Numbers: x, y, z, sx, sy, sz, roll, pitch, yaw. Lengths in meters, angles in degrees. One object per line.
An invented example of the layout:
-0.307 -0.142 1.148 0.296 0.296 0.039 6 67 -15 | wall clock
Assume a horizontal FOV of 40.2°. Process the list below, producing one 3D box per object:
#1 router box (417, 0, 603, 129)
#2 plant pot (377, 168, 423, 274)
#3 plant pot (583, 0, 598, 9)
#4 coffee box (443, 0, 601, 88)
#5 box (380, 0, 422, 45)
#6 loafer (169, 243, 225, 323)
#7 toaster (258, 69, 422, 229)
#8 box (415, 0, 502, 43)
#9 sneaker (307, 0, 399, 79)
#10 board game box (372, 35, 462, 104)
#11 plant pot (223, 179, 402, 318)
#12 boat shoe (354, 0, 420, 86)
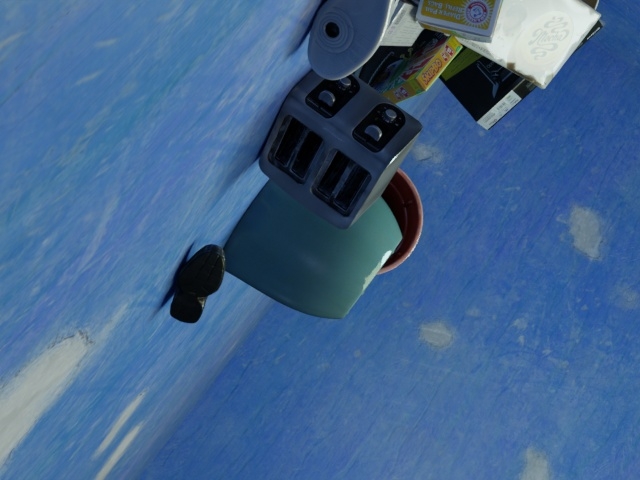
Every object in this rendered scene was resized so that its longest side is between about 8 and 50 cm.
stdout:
0.374 -0.420 1.790 0.309 0.243 0.081 -42 156 18 | router box
0.074 -0.042 2.060 0.272 0.272 0.265 -53 -176 -12 | plant pot
0.453 -0.574 1.949 0.284 0.284 0.191 -55 -161 22 | plant pot
0.326 -0.405 1.526 0.297 0.119 0.168 16 119 -41 | coffee box
0.097 -0.311 1.206 0.067 0.063 0.324 -54 176 19 | box
-0.178 0.052 1.272 0.170 0.062 0.061 -53 -160 45 | loafer
0.020 -0.126 1.191 0.110 0.168 0.185 -46 171 -42 | toaster
0.202 -0.372 1.151 0.114 0.103 0.203 -35 140 -78 | box
0.069 -0.283 0.982 0.121 0.079 0.217 -46 171 -52 | sneaker
0.116 -0.263 1.483 0.124 0.039 0.259 -51 -162 -30 | board game box
0.000 0.000 1.548 0.293 0.235 0.293 -53 177 -4 | plant pot
0.138 -0.337 1.423 0.228 0.069 0.081 -55 177 18 | boat shoe
